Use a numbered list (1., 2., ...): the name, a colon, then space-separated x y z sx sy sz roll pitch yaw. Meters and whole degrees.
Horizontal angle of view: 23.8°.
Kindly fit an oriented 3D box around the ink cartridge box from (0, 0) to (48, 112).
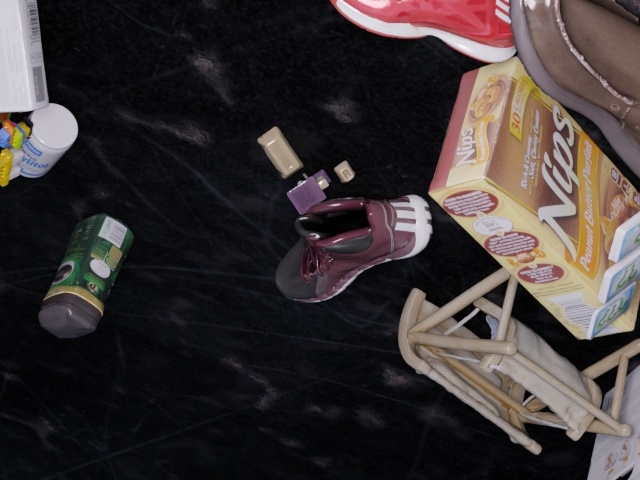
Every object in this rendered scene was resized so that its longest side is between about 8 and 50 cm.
1. ink cartridge box: -0.432 -0.234 1.924 0.179 0.045 0.145 2 104 30

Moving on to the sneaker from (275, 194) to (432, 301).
1. sneaker: 0.000 0.000 2.027 0.162 0.106 0.281 8 152 -45

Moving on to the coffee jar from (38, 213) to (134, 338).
1. coffee jar: -0.349 0.056 2.260 0.079 0.184 0.096 38 144 -28

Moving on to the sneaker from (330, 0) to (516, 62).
1. sneaker: 0.127 -0.278 1.628 0.221 0.087 0.128 12 141 -12

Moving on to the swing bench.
1. swing bench: 0.274 0.172 2.139 0.253 0.165 0.255 36 145 -26

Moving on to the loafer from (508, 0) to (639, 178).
1. loafer: 0.328 -0.193 1.608 0.130 0.134 0.366 -16 144 37

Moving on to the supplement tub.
1. supplement tub: -0.385 -0.137 2.094 0.071 0.071 0.107 29 147 -17

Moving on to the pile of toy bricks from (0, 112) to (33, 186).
1. pile of toy bricks: -0.454 -0.158 2.009 0.118 0.105 0.212 44 141 17

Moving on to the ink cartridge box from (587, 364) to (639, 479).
1. ink cartridge box: 0.458 0.272 2.126 0.060 0.239 0.275 22 148 -5

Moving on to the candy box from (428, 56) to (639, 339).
1. candy box: 0.269 -0.044 1.794 0.087 0.183 0.316 -15 135 40

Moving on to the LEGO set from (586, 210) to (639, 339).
1. LEGO set: 0.411 0.007 1.742 0.060 0.244 0.182 37 142 28

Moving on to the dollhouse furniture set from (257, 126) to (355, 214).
1. dollhouse furniture set: -0.025 -0.111 2.009 0.114 0.091 0.081 55 180 -14
